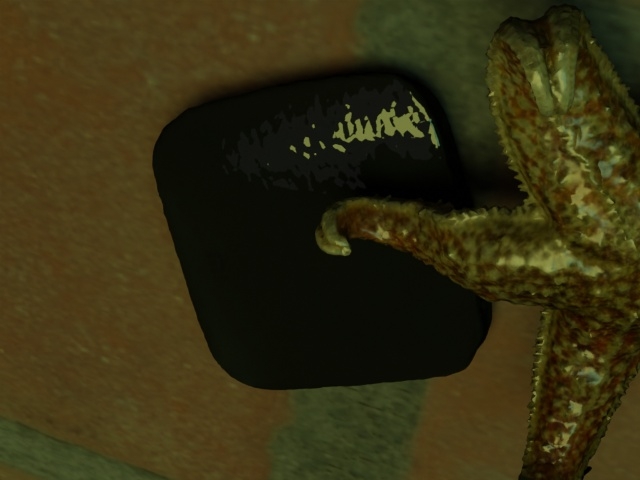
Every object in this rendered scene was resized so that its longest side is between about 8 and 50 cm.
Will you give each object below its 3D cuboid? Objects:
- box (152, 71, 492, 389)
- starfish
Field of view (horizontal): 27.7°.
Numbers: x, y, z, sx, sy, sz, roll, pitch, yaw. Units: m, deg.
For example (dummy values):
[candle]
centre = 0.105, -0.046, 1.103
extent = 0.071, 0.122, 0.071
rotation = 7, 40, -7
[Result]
[box]
centre = 0.000, 0.000, 0.802
extent = 0.201, 0.042, 0.212
rotation = -6, 118, 24
[starfish]
centre = 0.153, 0.018, 0.693
extent = 0.312, 0.113, 0.303
rotation = 8, 122, -3
